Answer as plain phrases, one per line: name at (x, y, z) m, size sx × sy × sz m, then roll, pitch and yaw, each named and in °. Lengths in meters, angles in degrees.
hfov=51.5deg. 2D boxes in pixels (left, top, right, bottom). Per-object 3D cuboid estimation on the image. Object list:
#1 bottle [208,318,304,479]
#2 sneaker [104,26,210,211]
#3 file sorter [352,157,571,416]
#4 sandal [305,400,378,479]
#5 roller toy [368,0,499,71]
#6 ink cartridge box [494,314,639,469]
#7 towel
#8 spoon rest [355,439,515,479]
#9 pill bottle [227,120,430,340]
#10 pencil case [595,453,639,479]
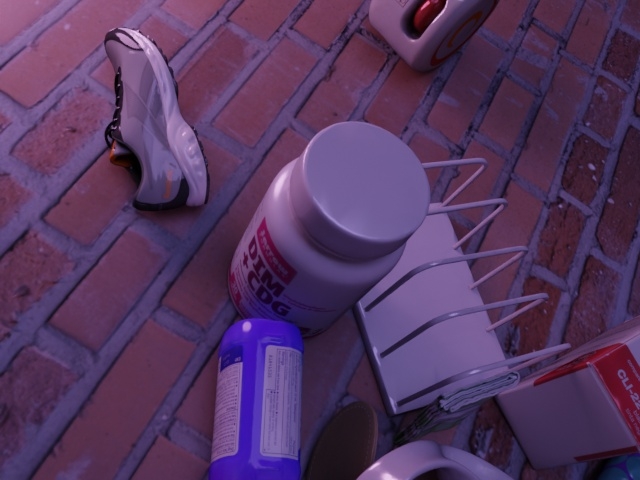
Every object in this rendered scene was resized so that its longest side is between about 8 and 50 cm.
bottle at (-0.069, 0.230, 0.706) m, size 0.092 × 0.118 × 0.283 m, roll 10°, pitch 61°, yaw -17°
sneaker at (-0.232, -0.160, 0.853) m, size 0.108 × 0.100 × 0.272 m, roll -18°, pitch 73°, yaw -22°
file sorter at (0.159, 0.051, 0.855) m, size 0.192 × 0.173 × 0.278 m, roll -8°, pitch 68°, yaw -25°
sandal at (0.030, 0.309, 0.747) m, size 0.079 × 0.088 × 0.240 m, roll 38°, pitch 59°, yaw -38°
roller toy at (0.180, -0.386, 1.066) m, size 0.191 × 0.209 × 0.146 m, roll -40°, pitch 82°, yaw -12°
ink cartridge box at (0.401, 0.179, 0.869) m, size 0.272 × 0.197 × 0.114 m, roll -20°, pitch 75°, yaw -28°
towel at (0.160, 0.205, 0.789) m, size 0.113 × 0.152 × 0.023 m, roll -11°, pitch 61°, yaw -24°
spoon rest at (0.150, 0.270, 0.736) m, size 0.276 × 0.137 × 0.084 m, roll 16°, pitch 101°, yaw -42°
pill bottle at (0.000, 0.000, 0.751) m, size 0.160 × 0.283 × 0.160 m, roll 9°, pitch 62°, yaw -17°
pencil case at (0.397, 0.329, 0.871) m, size 0.070 × 0.064 × 0.151 m, roll 35°, pitch 54°, yaw 28°
